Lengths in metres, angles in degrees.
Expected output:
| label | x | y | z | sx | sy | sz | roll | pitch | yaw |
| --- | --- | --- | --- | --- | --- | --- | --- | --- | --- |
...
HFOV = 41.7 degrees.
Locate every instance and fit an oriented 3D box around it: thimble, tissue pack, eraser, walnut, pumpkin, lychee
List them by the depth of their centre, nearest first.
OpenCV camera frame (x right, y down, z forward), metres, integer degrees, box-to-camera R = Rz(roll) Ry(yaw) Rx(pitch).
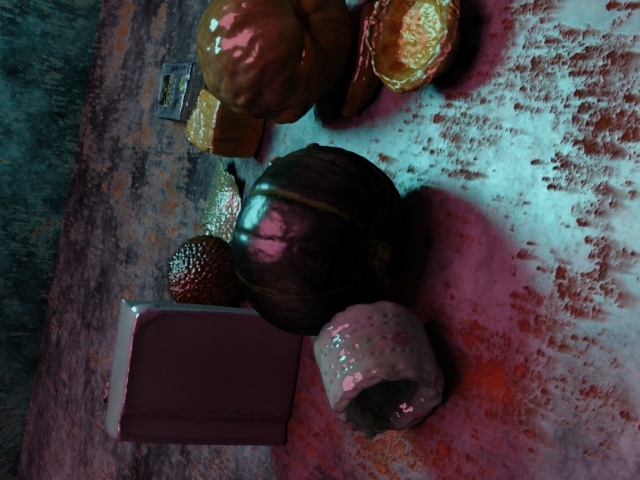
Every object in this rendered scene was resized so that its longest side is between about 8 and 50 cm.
| label | x | y | z | sx | sy | sz | roll | pitch | yaw |
| --- | --- | --- | --- | --- | --- | --- | --- | --- | --- |
| thimble | 0.088 | 0.208 | 1.330 | 0.211 | 0.185 | 0.149 | 106 | 154 | -45 |
| pumpkin | 0.000 | 0.000 | 1.414 | 0.241 | 0.323 | 0.324 | 12 | 93 | 31 |
| walnut | -0.096 | -0.380 | 1.672 | 0.344 | 0.305 | 0.306 | 145 | 127 | -63 |
| eraser | -0.230 | 0.265 | 1.679 | 0.122 | 0.359 | 0.273 | 11 | 92 | 61 |
| lychee | -0.274 | 0.080 | 1.990 | 0.194 | 0.194 | 0.195 | -22 | 64 | 56 |
| tissue pack | -0.404 | -0.429 | 2.432 | 0.235 | 0.073 | 0.174 | 21 | 100 | 59 |

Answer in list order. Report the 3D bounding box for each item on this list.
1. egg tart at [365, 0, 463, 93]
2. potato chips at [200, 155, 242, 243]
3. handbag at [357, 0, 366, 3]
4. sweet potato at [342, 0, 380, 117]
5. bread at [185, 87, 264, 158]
| label | x | y | z | sx | sy | sz | roll | pitch | yaw |
| --- | --- | --- | --- | --- | --- | --- | --- | --- | --- |
| egg tart | 0.167 | -0.345 | 1.414 | 0.212 | 0.090 | 0.213 | 0 | 90 | 53 |
| potato chips | -0.247 | -0.095 | 2.100 | 0.167 | 0.059 | 0.228 | -55 | 38 | 22 |
| handbag | 0.061 | -0.611 | 1.563 | 0.151 | 0.171 | 0.298 | -29 | 53 | 20 |
| sweet potato | 0.090 | -0.341 | 1.589 | 0.081 | 0.062 | 0.233 | -117 | 39 | -71 |
| bread | -0.226 | -0.286 | 2.025 | 0.158 | 0.148 | 0.143 | 46 | 125 | 54 |
